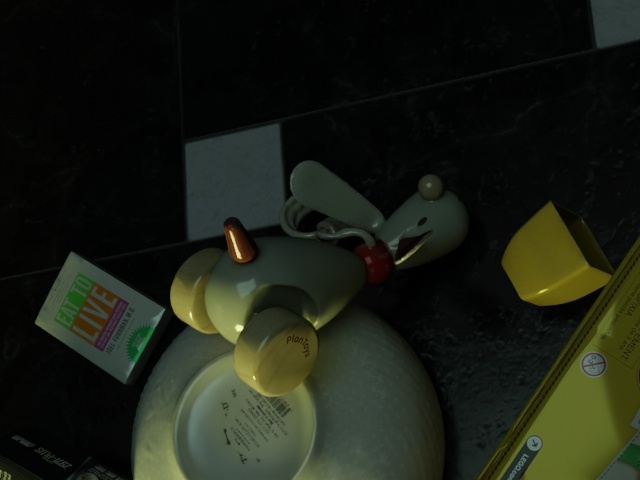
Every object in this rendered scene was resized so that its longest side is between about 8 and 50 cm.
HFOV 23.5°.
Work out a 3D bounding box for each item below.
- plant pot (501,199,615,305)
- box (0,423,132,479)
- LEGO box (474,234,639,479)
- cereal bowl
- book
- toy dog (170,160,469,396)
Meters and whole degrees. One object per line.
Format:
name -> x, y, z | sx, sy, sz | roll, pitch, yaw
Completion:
plant pot -> 0.231, 0.022, 1.537 | 0.083, 0.081, 0.081 | -37, 63, 20
box -> -0.288, 0.309, 1.613 | 0.147, 0.077, 0.180 | 25, 115, 27
LEGO box -> 0.389, 0.170, 1.293 | 0.372, 0.193, 0.500 | 33, 80, 18
cereal bowl -> -0.052, 0.202, 1.560 | 0.339, 0.141, 0.339 | -7, 70, 21
book -> -0.245, 0.088, 1.739 | 0.144, 0.035, 0.096 | 29, 90, 26
toy dog -> 0.000, 0.000, 1.505 | 0.220, 0.161, 0.334 | 18, 41, 24
